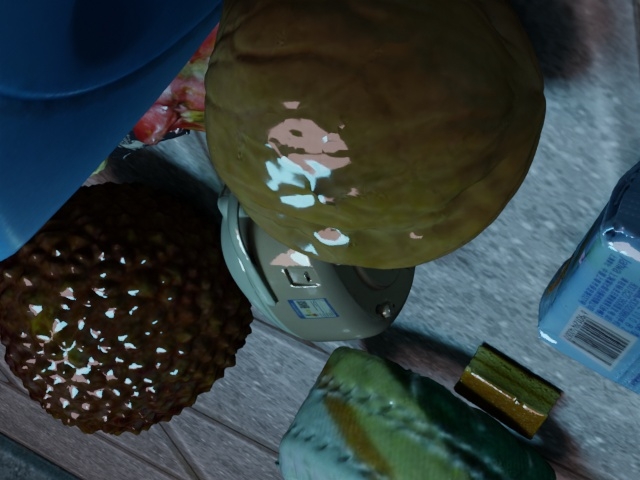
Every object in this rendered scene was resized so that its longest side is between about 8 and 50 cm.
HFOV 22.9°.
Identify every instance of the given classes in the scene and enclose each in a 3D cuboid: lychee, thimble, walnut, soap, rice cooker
[{"bbox_3d":[-0.214,0.071,1.665,0.304,0.276,0.276,-16,131,31],"label":"lychee"},{"bbox_3d":[0.093,0.237,1.652,0.288,0.167,0.254,26,168,41],"label":"thimble"},{"bbox_3d":[0.036,-0.092,1.019,0.228,0.228,0.228,30,159,13],"label":"walnut"},{"bbox_3d":[0.253,0.044,1.153,0.156,0.077,0.293,32,160,6],"label":"soap"},{"bbox_3d":[0.000,0.000,1.357,0.127,0.145,0.206,4,142,33],"label":"rice cooker"}]

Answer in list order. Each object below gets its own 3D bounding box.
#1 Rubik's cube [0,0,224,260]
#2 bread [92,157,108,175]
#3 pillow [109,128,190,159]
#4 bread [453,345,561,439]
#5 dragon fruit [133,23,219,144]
[{"bbox_3d":[-0.245,-0.238,0.915,0.347,0.352,0.352,31,161,13],"label":"Rubik's cube"},{"bbox_3d":[-0.268,-0.169,1.129,0.236,0.264,0.198,-11,162,27],"label":"bread"},{"bbox_3d":[-0.198,-0.137,1.481,0.141,0.055,0.208,49,156,-17],"label":"pillow"},{"bbox_3d":[0.183,0.151,1.553,0.094,0.035,0.090,32,160,7],"label":"bread"},{"bbox_3d":[-0.073,-0.119,1.224,0.211,0.134,0.262,37,160,-20],"label":"dragon fruit"}]
